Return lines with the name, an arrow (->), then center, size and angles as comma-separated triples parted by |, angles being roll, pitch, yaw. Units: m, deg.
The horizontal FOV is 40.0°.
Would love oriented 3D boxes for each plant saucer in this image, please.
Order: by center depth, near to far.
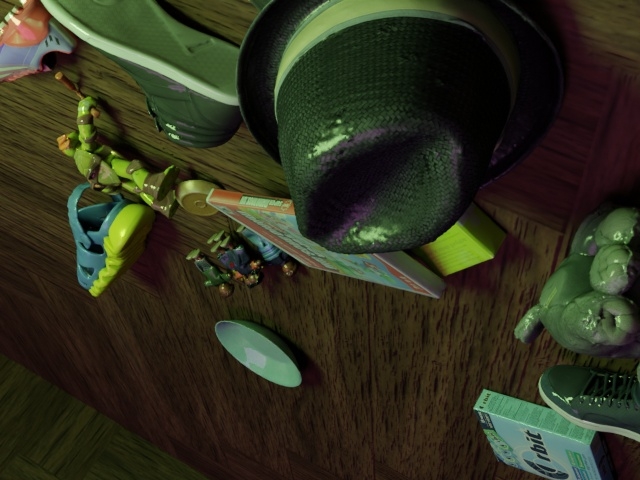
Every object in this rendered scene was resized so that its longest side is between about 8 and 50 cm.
plant saucer -> -0.178, -0.059, 1.311 | 0.083, 0.015, 0.083 | 5, 147, 3
plant saucer -> -0.109, 0.202, 1.656 | 0.195, 0.037, 0.195 | 26, 151, 16

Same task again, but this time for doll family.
doll family -> -0.116, 0.034, 1.364 | 0.111, 0.076, 0.193 | 50, 146, -17

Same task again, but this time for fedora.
fedora -> 0.056, -0.089, 0.808 | 0.334, 0.153, 0.334 | 10, 146, 7

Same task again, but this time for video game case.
video game case -> 0.000, 0.000, 1.127 | 0.204, 0.025, 0.285 | 34, 167, -34

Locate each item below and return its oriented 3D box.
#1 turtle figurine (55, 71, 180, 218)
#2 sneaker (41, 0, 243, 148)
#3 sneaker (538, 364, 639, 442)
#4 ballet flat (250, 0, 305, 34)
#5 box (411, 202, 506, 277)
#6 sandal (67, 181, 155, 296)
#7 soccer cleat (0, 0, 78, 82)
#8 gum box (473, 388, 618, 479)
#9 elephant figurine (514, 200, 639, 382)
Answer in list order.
turtle figurine -> -0.317, -0.121, 1.327 | 0.217, 0.087, 0.269 | 26, 148, 13
sneaker -> -0.212, -0.208, 1.054 | 0.295, 0.105, 0.147 | 30, 147, 2
sneaker -> 0.359, 0.165, 1.023 | 0.226, 0.086, 0.163 | 18, 146, 33
ballet flat -> -0.086, -0.286, 0.812 | 0.280, 0.095, 0.096 | 49, 158, -24
box -> 0.116, -0.038, 1.023 | 0.178, 0.042, 0.109 | 42, 151, -10
sandal -> -0.388, -0.009, 1.565 | 0.138, 0.126, 0.317 | 39, 144, 0
soccer cleat -> -0.419, -0.260, 1.240 | 0.095, 0.083, 0.248 | 40, 150, -19
gum box -> 0.336, 0.304, 1.313 | 0.184, 0.041, 0.157 | 12, 145, 38
elephant figurine -> 0.349, 0.076, 0.843 | 0.239, 0.169, 0.186 | 22, -177, -8
